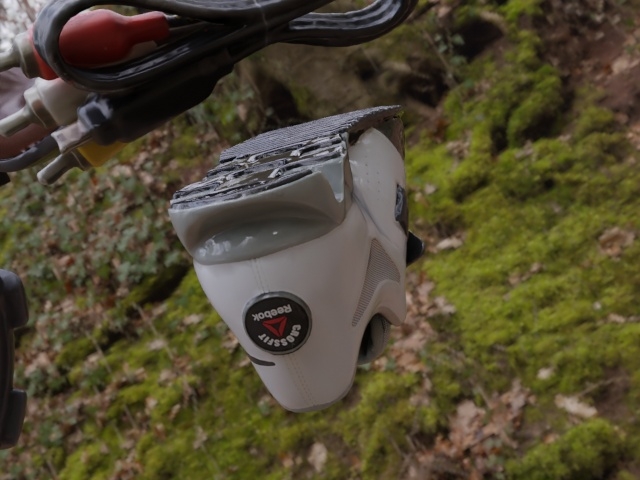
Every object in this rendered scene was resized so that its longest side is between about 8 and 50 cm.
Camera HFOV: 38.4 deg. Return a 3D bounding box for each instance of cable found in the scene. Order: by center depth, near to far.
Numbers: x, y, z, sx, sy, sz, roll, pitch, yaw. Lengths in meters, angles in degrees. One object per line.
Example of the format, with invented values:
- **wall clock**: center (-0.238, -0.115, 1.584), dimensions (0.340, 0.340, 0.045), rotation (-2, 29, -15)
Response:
- **cable**: center (-0.071, -0.138, 0.573), dimensions (0.287, 0.072, 0.139), rotation (-32, -34, -15)

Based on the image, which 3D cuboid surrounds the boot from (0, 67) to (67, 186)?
- **boot**: center (-0.306, -0.187, 0.772), dimensions (0.264, 0.280, 0.096), rotation (-20, 12, 32)

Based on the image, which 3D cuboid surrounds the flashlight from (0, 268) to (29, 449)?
- **flashlight**: center (-0.258, 0.039, 0.296), dimensions (0.304, 0.103, 0.103), rotation (2, 11, 0)

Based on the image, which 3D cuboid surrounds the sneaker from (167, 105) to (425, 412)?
- **sneaker**: center (0.000, 0.000, 0.591), dimensions (0.123, 0.146, 0.330), rotation (-13, 14, 17)
